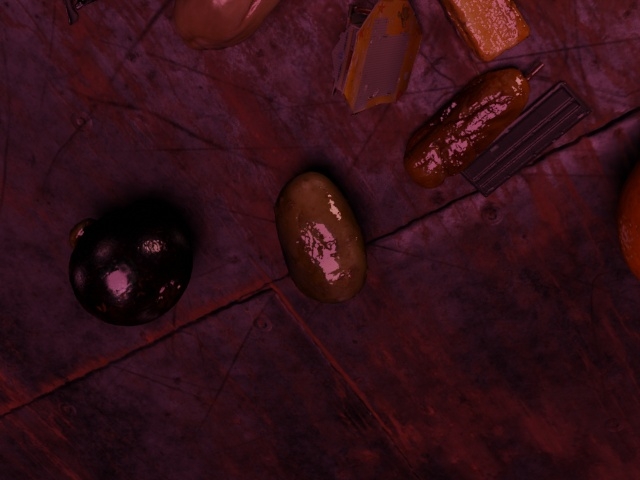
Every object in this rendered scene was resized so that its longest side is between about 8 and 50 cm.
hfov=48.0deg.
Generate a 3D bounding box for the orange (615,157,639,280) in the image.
[{"bbox_3d":[0.772,-0.040,1.324,0.424,0.326,0.424,3,121,5],"label":"orange"}]

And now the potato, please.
[{"bbox_3d":[0.000,0.000,1.548,0.173,0.210,0.307,-22,111,-9],"label":"potato"}]

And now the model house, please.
[{"bbox_3d":[0.075,-0.369,1.351,0.136,0.207,0.219,34,129,32],"label":"model house"}]

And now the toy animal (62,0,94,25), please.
[{"bbox_3d":[-0.498,-0.521,1.384,0.105,0.070,0.202,-2,127,32],"label":"toy animal"}]

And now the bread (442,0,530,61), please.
[{"bbox_3d":[0.287,-0.433,1.304,0.114,0.083,0.211,-29,113,17],"label":"bread"}]

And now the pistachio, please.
[{"bbox_3d":[-0.164,-0.463,1.316,0.162,0.181,0.293,10,135,-43],"label":"pistachio"}]

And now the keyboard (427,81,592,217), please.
[{"bbox_3d":[0.376,-0.166,1.485,0.103,0.041,0.381,41,112,-15],"label":"keyboard"}]

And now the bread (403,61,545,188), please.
[{"bbox_3d":[0.302,-0.231,1.425,0.124,0.084,0.344,40,118,-16],"label":"bread"}]

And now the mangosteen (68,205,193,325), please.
[{"bbox_3d":[-0.428,0.049,1.603,0.288,0.288,0.288,4,121,6],"label":"mangosteen"}]
